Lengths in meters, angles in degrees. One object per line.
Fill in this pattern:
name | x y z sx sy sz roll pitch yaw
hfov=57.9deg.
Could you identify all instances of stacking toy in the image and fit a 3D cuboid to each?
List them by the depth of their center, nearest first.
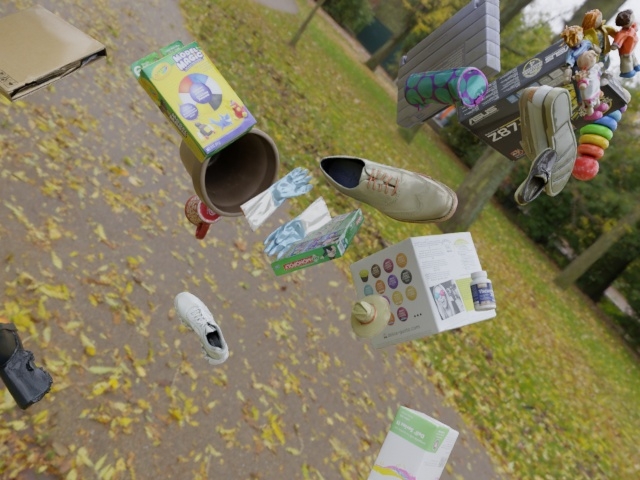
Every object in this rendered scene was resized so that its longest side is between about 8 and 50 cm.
stacking toy | 0.967 -0.371 2.030 0.141 0.330 0.141 19 -3 1

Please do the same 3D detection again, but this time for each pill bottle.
pill bottle | 0.508 0.159 1.820 0.067 0.067 0.120 19 59 -54

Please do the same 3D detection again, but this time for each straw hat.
straw hat | 0.124 0.205 1.654 0.061 0.144 0.144 38 18 -39

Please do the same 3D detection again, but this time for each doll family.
doll family | 0.547 -0.372 1.179 0.118 0.263 0.163 14 -40 49

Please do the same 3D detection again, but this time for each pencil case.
pencil case | 0.214 -0.262 1.008 0.151 0.064 0.070 22 -37 57

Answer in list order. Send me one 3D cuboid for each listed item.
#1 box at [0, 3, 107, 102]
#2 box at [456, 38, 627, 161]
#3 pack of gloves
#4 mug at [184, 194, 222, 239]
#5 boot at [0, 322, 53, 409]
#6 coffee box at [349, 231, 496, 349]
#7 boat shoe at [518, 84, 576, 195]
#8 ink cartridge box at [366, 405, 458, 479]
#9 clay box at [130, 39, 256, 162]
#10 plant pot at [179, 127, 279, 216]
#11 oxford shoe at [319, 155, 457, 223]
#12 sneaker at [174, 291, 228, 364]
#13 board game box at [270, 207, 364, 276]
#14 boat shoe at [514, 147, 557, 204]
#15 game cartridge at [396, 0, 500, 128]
box | -0.454 -0.296 0.895 0.201 0.164 0.021 34 -32 27
box | 0.671 -0.419 1.773 0.318 0.395 0.097 24 54 -36
pack of gloves | -0.096 -0.076 1.564 0.046 0.232 0.195 21 -38 50
mug | -0.378 -0.086 1.939 0.169 0.113 0.150 3 -69 67
boot | -0.736 0.302 1.373 0.207 0.094 0.246 58 -11 -1
coffee box | 0.367 0.179 2.109 0.338 0.337 0.334 -6 75 -40
boat shoe | 0.568 -0.253 1.459 0.103 0.113 0.302 32 -31 46
ink cartridge box | 0.213 0.627 1.503 0.119 0.353 0.207 21 -10 34
clay box | -0.239 -0.273 1.085 0.127 0.053 0.222 -40 96 -28
plant pot | -0.284 -0.229 1.662 0.229 0.263 0.263 34 7 41
oxford shoe | 0.170 -0.140 1.569 0.397 0.140 0.146 17 1 28
sneaker | -0.415 0.296 2.047 0.292 0.110 0.118 52 -26 12
board game box | 0.000 0.000 1.757 0.046 0.213 0.317 66 23 -14
boat shoe | 0.519 -0.149 1.368 0.056 0.152 0.049 28 4 -11
game cartridge | 0.329 -0.459 1.528 0.068 0.355 0.230 9 73 -28
